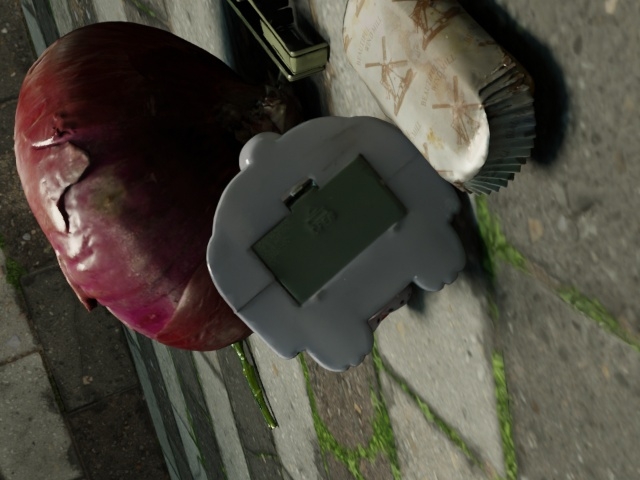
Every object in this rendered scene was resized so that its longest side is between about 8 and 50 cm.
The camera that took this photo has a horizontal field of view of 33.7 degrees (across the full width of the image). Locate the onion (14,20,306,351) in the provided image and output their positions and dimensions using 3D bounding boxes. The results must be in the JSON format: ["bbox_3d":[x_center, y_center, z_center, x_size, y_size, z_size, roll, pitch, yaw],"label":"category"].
[{"bbox_3d":[-0.125,-0.072,1.042,0.347,0.285,0.348,45,-151,-34],"label":"onion"}]

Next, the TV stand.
[{"bbox_3d":[-0.064,-0.231,0.982,0.249,0.036,0.042,55,159,38],"label":"TV stand"}]

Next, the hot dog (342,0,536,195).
[{"bbox_3d":[0.073,-0.110,0.676,0.191,0.059,0.108,60,147,37],"label":"hot dog"}]

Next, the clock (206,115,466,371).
[{"bbox_3d":[0.002,0.002,0.871,0.254,0.188,0.189,133,115,-85],"label":"clock"}]

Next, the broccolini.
[{"bbox_3d":[-0.113,0.190,1.635,0.218,0.042,0.044,63,161,0],"label":"broccolini"}]
